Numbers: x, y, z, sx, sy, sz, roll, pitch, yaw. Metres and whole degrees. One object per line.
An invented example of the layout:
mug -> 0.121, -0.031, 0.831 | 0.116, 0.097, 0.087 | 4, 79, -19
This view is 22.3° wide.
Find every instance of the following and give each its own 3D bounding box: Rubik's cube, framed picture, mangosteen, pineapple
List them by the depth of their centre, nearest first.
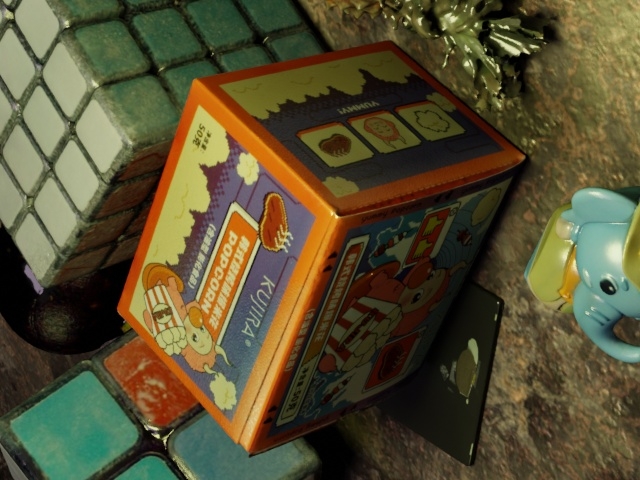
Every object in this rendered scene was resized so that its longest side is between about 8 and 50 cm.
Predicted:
pineapple -> 0.087, -0.287, 1.776 | 0.361, 0.175, 0.175 | 43, 135, 8
Rubik's cube -> -0.242, -0.196, 2.016 | 0.337, 0.344, 0.344 | 56, 137, 14
framed picture -> 0.087, 0.109, 2.036 | 0.324, 0.013, 0.244 | 31, 127, 36
Rubik's cube -> -0.207, 0.325, 2.156 | 0.318, 0.316, 0.313 | 47, 160, 22
mangosteen -> -0.315, 0.047, 2.302 | 0.302, 0.275, 0.275 | 19, 128, 0

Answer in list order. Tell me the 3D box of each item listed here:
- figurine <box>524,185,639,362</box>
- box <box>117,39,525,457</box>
figurine -> 0.317, 0.023, 1.663 | 0.180, 0.154, 0.262 | 54, 155, 5
box -> 0.000, 0.000, 1.840 | 0.257, 0.319, 0.348 | 43, 129, 27
